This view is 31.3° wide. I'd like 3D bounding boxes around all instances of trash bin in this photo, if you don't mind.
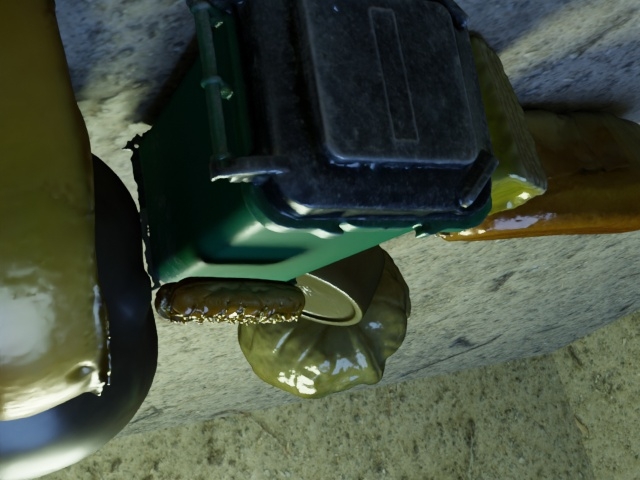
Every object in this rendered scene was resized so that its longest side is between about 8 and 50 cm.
[{"bbox_3d":[-0.045,-0.084,1.140,0.295,0.259,0.381,0,162,-31],"label":"trash bin"}]

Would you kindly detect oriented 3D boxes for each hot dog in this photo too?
[{"bbox_3d":[-0.088,0.062,1.158,0.165,0.045,0.071,5,165,-39],"label":"hot dog"}]

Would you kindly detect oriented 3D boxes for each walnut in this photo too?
[{"bbox_3d":[0.009,0.120,1.852,0.253,0.282,0.277,27,174,-2],"label":"walnut"}]

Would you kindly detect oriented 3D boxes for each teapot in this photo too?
[{"bbox_3d":[0.000,0.000,1.633,0.185,0.175,0.268,5,152,30],"label":"teapot"}]

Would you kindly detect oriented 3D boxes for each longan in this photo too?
[{"bbox_3d":[-0.323,0.065,1.163,0.360,0.361,0.361,-15,164,-5],"label":"longan"}]

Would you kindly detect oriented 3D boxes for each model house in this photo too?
[{"bbox_3d":[0.140,-0.118,1.313,0.234,0.193,0.174,-5,160,-41],"label":"model house"}]

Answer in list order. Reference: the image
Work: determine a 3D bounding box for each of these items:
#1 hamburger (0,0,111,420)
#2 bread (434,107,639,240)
[{"bbox_3d":[-0.329,-0.046,0.816,0.277,0.396,0.396,-11,163,-23],"label":"hamburger"},{"bbox_3d":[0.314,-0.077,1.620,0.388,0.183,0.236,-9,165,-23],"label":"bread"}]
